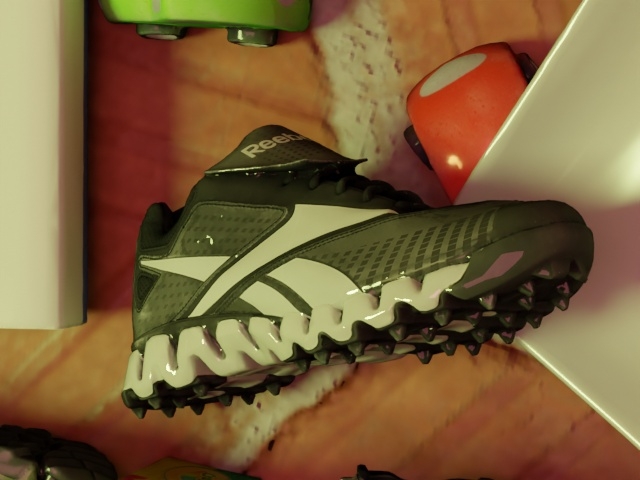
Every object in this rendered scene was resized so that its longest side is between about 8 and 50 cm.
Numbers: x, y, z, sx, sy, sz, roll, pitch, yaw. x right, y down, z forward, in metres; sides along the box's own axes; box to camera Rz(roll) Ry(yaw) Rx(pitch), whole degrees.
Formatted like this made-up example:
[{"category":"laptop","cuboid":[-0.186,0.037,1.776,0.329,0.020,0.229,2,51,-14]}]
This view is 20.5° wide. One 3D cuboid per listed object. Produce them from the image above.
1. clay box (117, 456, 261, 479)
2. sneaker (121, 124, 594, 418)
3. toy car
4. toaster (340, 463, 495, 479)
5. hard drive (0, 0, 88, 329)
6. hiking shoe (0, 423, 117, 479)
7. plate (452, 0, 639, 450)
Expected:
[{"category":"clay box","cuboid":[-0.080,0.162,0.662,0.053,0.222,0.127,10,94,11]},{"category":"sneaker","cuboid":[0.000,0.000,0.681,0.234,0.078,0.106,-18,75,44]},{"category":"toy car","cuboid":[0.009,-0.107,0.722,0.225,0.053,0.239,4,92,11]},{"category":"toaster","cuboid":[0.100,0.185,0.676,0.227,0.129,0.146,14,97,7]},{"category":"hard drive","cuboid":[-0.203,-0.124,0.765,0.210,0.040,0.319,1,92,15]},{"category":"hiking shoe","cuboid":[-0.203,0.130,0.755,0.226,0.086,0.114,6,90,10]},{"category":"plate","cuboid":[0.203,-0.018,0.592,0.278,0.045,0.277,43,119,25]}]
